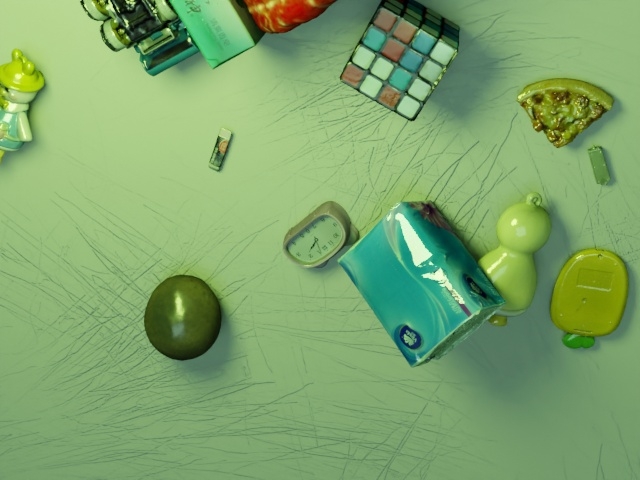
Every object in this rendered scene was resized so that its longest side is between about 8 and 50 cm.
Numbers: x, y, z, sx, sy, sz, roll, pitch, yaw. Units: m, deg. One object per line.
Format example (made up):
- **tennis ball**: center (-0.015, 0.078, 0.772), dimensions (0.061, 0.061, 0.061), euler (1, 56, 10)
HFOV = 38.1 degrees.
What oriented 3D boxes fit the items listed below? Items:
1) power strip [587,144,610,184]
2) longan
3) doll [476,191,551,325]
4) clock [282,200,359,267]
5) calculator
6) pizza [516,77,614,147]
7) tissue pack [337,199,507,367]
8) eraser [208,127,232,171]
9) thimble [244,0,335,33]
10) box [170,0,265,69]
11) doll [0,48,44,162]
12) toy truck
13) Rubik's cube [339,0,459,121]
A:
- **power strip**: center (0.523, -0.144, 1.744), dimensions (0.027, 0.017, 0.083), euler (-15, 114, 17)
- **longan**: center (-0.295, 0.166, 1.987), dimensions (0.167, 0.167, 0.187), euler (5, 97, 8)
- **doll**: center (0.374, 0.039, 1.822), dimensions (0.141, 0.117, 0.297), euler (10, 110, -14)
- **clock**: center (0.000, 0.000, 1.899), dimensions (0.152, 0.050, 0.110), euler (-38, 105, 25)
- **calculator**: center (0.541, 0.123, 1.871), dimensions (0.146, 0.032, 0.235), euler (7, 117, 7)
- **pizza**: center (0.448, -0.231, 1.697), dimensions (0.174, 0.046, 0.134), euler (-2, 117, 11)
- **tissue pack**: center (0.193, 0.081, 1.789), dimensions (0.198, 0.146, 0.263), euler (-45, 68, 28)
- **eraser**: center (-0.202, -0.181, 1.861), dimensions (0.027, 0.019, 0.099), euler (23, 118, -1)
- **thimble**: center (-0.012, -0.504, 1.478), dimensions (0.350, 0.350, 0.231), euler (-27, 109, 22)
- **box**: center (-0.162, -0.412, 1.606), dimensions (0.092, 0.245, 0.153), euler (-25, 111, 20)
- **doll**: center (-0.620, -0.268, 1.854), dimensions (0.098, 0.135, 0.241), euler (11, 125, -28)
- **toy truck**: center (-0.349, -0.477, 1.647), dimensions (0.146, 0.175, 0.367), euler (-23, 111, 19)
- **Rubik's cube**: center (0.144, -0.332, 1.643), dimensions (0.155, 0.151, 0.154), euler (30, 120, -5)
